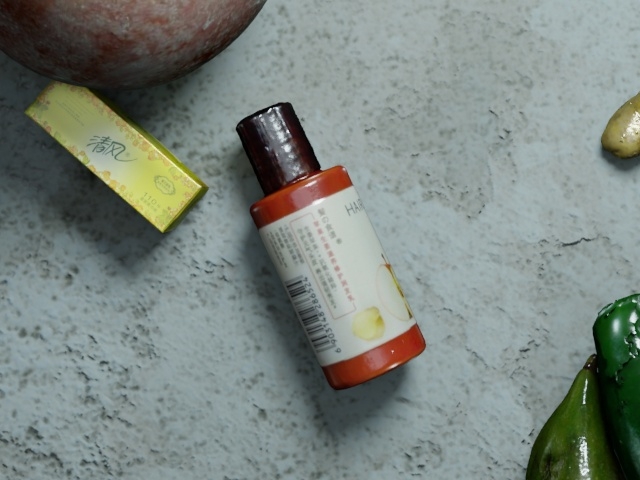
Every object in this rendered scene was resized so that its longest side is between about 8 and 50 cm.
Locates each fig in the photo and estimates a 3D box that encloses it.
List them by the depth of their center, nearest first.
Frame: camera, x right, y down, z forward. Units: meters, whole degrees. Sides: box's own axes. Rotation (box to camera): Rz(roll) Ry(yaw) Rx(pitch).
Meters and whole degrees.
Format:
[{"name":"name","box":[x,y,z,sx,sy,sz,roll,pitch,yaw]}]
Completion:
[{"name":"fig","box":[0.253,0.201,1.476,0.117,0.117,0.177,-3,78,0]}]

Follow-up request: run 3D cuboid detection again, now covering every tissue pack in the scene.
[{"name":"tissue pack","box":[-0.194,-0.087,1.469,0.176,0.095,0.062,42,92,0]}]

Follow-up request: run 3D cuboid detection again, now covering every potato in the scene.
[{"name":"potato","box":[0.316,-0.115,1.498,0.083,0.040,0.051,-41,68,6]}]

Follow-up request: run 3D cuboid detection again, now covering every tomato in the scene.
[{"name":"tomato","box":[-0.187,-0.288,1.360,0.317,0.316,0.282,10,134,0]}]

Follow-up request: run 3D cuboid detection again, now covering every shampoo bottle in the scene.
[{"name":"shampoo bottle","box":[0.000,0.000,1.467,0.104,0.104,0.278,-25,91,0]}]

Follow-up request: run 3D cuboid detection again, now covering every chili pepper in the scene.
[{"name":"chili pepper","box":[0.379,0.150,1.413,0.233,0.248,0.256,-26,81,12]}]
